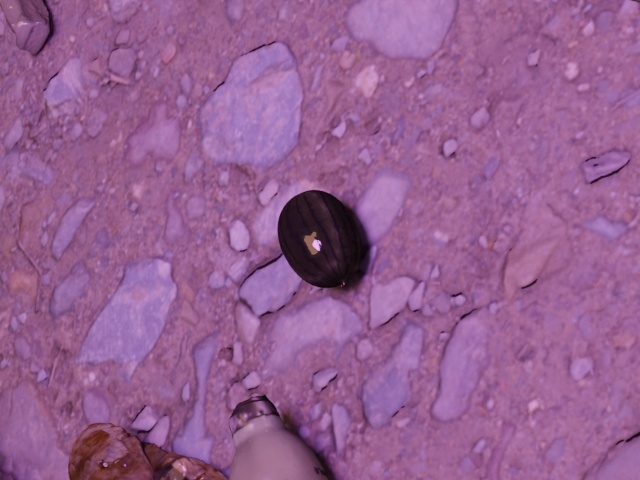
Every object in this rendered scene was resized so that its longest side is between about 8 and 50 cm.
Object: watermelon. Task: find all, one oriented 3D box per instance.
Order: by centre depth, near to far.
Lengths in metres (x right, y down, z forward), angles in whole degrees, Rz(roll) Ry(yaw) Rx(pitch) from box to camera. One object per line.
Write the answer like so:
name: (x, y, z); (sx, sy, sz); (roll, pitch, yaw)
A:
watermelon: (0.000, 0.000, 1.681); (0.078, 0.078, 0.111); (-45, 53, 24)

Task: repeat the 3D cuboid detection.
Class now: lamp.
lamp: (-0.030, 0.264, 1.622); (0.101, 0.101, 0.250); (-37, 63, 30)

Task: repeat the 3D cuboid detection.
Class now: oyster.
oyster: (-0.156, 0.275, 1.745); (0.294, 0.094, 0.166); (1, 70, 37)

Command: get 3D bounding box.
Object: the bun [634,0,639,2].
bun: (0.313, -0.302, 1.451); (0.222, 0.127, 0.222); (0, 91, 16)

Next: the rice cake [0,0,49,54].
rice cake: (-0.400, -0.339, 2.166); (0.256, 0.052, 0.057); (63, 149, 34)
